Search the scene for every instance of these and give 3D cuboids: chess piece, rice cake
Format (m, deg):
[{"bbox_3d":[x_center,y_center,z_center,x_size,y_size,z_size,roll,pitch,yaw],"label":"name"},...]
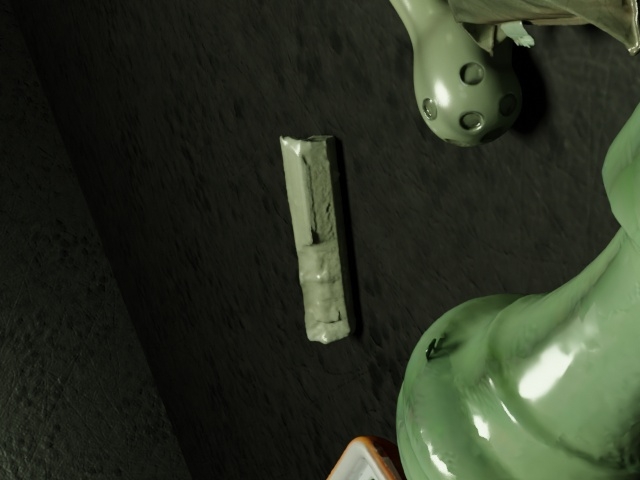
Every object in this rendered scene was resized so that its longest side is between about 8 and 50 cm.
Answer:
[{"bbox_3d":[0.171,0.042,0.495,0.194,0.195,0.299,57,145,31],"label":"chess piece"},{"bbox_3d":[0.000,0.000,1.009,0.052,0.057,0.256,40,142,55],"label":"rice cake"}]

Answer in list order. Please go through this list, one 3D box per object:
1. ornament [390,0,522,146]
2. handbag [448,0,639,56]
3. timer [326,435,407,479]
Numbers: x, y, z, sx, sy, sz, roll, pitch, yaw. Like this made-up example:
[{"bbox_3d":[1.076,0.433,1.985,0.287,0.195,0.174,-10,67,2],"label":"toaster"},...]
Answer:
[{"bbox_3d":[0.092,-0.142,0.657,0.156,0.081,0.075,67,-168,17],"label":"ornament"},{"bbox_3d":[0.102,-0.233,0.506,0.182,0.117,0.270,-150,44,-71],"label":"handbag"},{"bbox_3d":[0.089,0.369,0.979,0.257,0.161,0.250,54,144,38],"label":"timer"}]
